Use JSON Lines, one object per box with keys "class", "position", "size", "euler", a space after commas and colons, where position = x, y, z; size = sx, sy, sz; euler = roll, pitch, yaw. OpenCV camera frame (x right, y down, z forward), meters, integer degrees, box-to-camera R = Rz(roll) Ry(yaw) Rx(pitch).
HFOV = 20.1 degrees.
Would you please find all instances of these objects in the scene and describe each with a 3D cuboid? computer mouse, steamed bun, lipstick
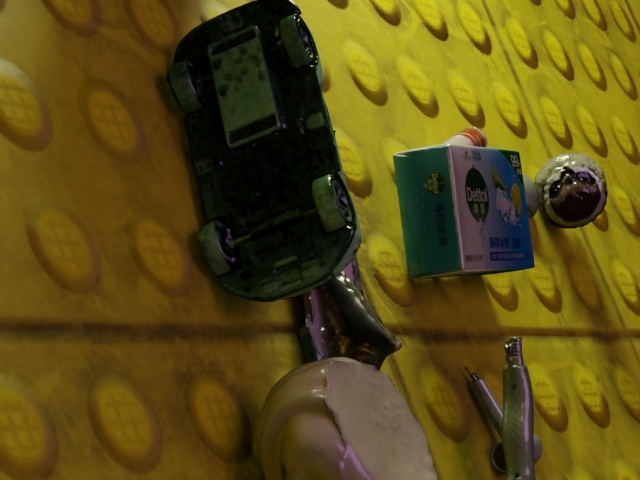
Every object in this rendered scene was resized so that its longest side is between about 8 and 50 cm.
{"class": "computer mouse", "position": [0.246, -0.064, 2.259], "size": [0.110, 0.032, 0.056], "euler": [18, 49, -54]}
{"class": "steamed bun", "position": [0.017, 0.187, 1.541], "size": [0.183, 0.106, 0.183], "euler": [44, 27, -30]}
{"class": "lipstick", "position": [0.161, -0.104, 2.143], "size": [0.038, 0.038, 0.130], "euler": [60, 27, -2]}

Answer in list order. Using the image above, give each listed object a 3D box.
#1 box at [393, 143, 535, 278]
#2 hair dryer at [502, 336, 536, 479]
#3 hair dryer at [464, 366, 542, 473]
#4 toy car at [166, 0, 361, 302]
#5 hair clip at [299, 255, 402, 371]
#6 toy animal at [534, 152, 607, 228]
{"class": "box", "position": [0.161, -0.031, 1.998], "size": [0.194, 0.073, 0.139], "euler": [-1, 84, -60]}
{"class": "hair dryer", "position": [0.220, 0.245, 1.845], "size": [0.219, 0.088, 0.225], "euler": [56, 34, -46]}
{"class": "hair dryer", "position": [0.186, 0.187, 1.914], "size": [0.124, 0.038, 0.063], "euler": [60, 26, 11]}
{"class": "toy car", "position": [-0.042, -0.075, 1.665], "size": [0.125, 0.136, 0.306], "euler": [43, 29, -59]}
{"class": "hair clip", "position": [0.001, 0.001, 1.750], "size": [0.110, 0.096, 0.359], "euler": [-2, 50, -22]}
{"class": "toy animal", "position": [0.329, -0.049, 2.333], "size": [0.137, 0.098, 0.098], "euler": [66, 17, -44]}
